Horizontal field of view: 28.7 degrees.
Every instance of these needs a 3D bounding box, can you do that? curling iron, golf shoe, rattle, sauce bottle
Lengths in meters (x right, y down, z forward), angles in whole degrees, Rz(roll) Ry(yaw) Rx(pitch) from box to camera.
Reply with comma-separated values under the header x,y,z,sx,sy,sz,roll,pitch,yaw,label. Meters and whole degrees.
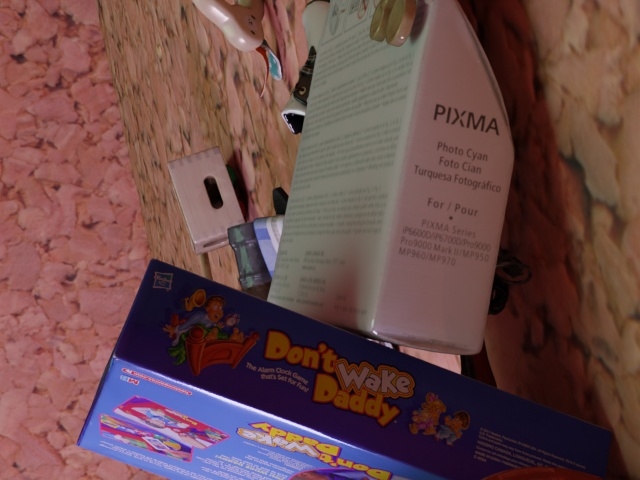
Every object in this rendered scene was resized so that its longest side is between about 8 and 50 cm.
x,y,z,sx,sy,sz,roll,pitch,yaw,label
0.141,0.117,1.002,0.035,0.068,0.274,45,151,51,curling iron
0.002,-0.154,1.208,0.077,0.093,0.198,100,154,-58,golf shoe
-0.069,-0.292,1.471,0.200,0.142,0.130,59,-166,9,rattle
-0.050,0.143,1.598,0.111,0.111,0.345,164,93,-75,sauce bottle

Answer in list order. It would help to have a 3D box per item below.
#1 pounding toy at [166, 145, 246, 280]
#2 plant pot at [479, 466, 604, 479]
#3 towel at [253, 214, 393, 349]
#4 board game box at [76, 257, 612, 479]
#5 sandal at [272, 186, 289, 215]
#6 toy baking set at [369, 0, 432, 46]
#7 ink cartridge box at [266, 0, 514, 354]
x,y,z,sx,sy,sz,roll,pitch,yaw,label
-0.158,-0.028,1.908,0.206,0.094,0.181,114,137,-80,pounding toy
0.129,0.304,0.786,0.272,0.272,0.265,61,140,46,plant pot
0.000,0.068,1.415,0.209,0.034,0.285,67,163,-9,towel
0.005,0.149,0.937,0.233,0.347,0.078,127,163,-61,board game box
0.000,0.000,1.457,0.179,0.040,0.067,47,155,35,sandal
0.068,-0.250,0.866,0.197,0.030,0.256,125,156,-52,toy baking set
0.066,-0.113,0.993,0.308,0.091,0.385,179,104,-75,ink cartridge box
